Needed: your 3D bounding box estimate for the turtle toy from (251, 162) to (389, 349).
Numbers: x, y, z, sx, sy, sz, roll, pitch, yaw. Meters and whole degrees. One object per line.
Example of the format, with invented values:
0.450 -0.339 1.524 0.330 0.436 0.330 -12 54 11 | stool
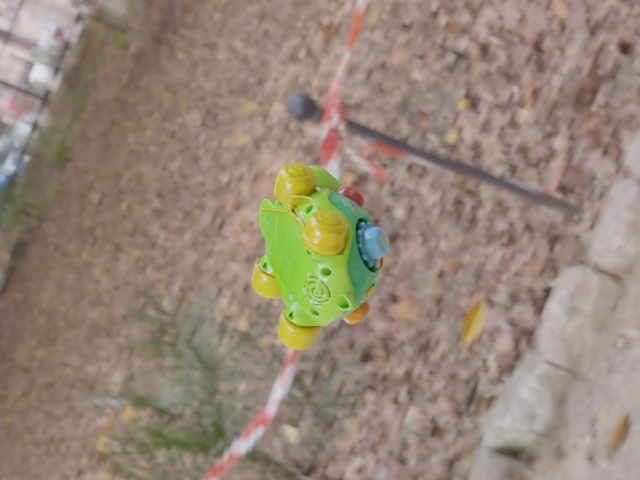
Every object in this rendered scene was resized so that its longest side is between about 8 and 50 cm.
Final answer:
0.000 0.000 0.914 0.130 0.066 0.095 -120 36 -46 | turtle toy
